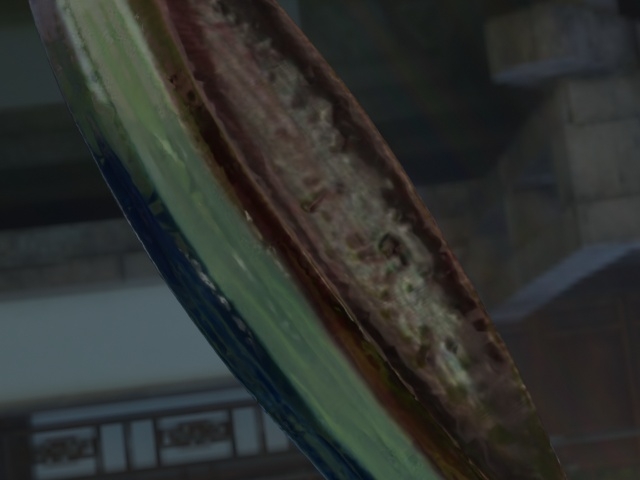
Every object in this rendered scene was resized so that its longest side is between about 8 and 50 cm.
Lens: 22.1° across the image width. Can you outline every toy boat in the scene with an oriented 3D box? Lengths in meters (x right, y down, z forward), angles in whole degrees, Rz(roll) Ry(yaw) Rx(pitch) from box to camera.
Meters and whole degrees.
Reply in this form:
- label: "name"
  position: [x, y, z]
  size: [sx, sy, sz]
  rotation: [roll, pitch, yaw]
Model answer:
- label: "toy boat"
  position: [0.000, 0.000, 0.431]
  size: [0.080, 0.229, 0.046]
  rotation: [-23, 162, -29]
